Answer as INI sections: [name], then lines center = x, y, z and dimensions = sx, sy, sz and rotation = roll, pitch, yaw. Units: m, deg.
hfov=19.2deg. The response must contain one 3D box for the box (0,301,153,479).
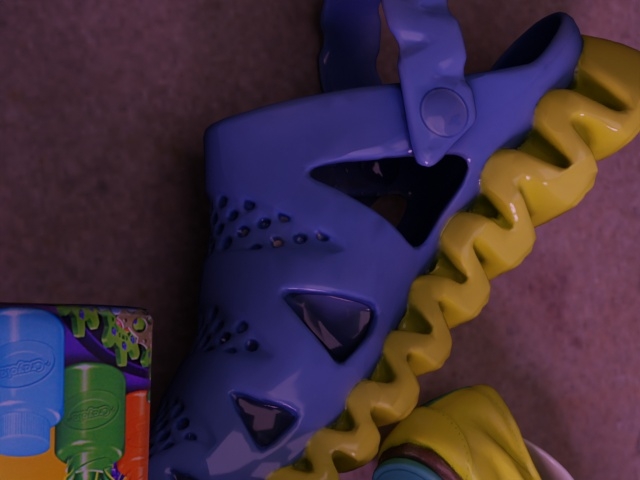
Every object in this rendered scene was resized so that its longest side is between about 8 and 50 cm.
[box]
center = -0.221, 0.155, 0.603
dimensions = 0.290, 0.177, 0.279
rotation = 2, 87, -27

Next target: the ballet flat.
[ballet flat]
center = 0.107, 0.163, 0.833
dimensions = 0.077, 0.077, 0.231
rotation = -41, 104, -40

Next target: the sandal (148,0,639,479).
[sandal]
center = 0.000, 0.000, 0.767
dimensions = 0.138, 0.126, 0.317
rotation = 43, 63, -8
